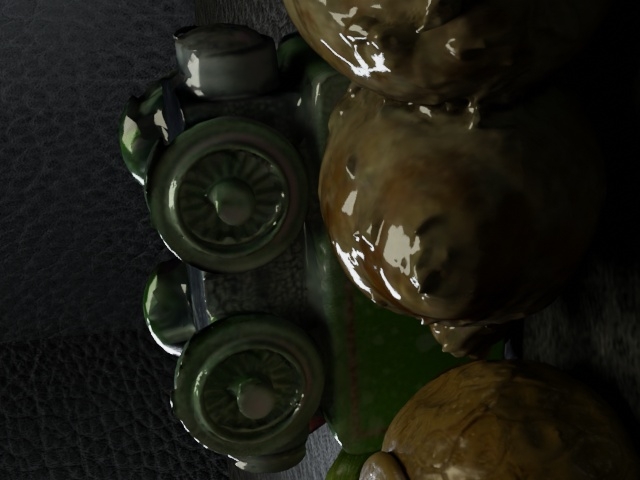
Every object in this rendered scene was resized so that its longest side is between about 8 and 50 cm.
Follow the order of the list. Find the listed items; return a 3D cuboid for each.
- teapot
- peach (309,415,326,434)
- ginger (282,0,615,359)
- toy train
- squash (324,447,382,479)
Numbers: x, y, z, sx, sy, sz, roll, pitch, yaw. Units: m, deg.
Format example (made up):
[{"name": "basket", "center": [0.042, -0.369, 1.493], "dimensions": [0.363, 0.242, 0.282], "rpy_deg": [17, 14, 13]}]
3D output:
[{"name": "teapot", "center": [0.083, 0.178, 0.659], "dimensions": [0.311, 0.166, 0.204], "rpy_deg": [119, 144, -71]}, {"name": "peach", "center": [-0.047, 0.175, 1.415], "dimensions": [0.152, 0.152, 0.152], "rpy_deg": [175, 90, -79]}, {"name": "ginger", "center": [0.064, -0.087, 0.572], "dimensions": [0.256, 0.176, 0.375], "rpy_deg": [-78, -16, -54]}, {"name": "toy train", "center": [0.000, 0.000, 0.776], "dimensions": [0.173, 0.248, 0.307], "rpy_deg": [-127, 31, -67]}, {"name": "squash", "center": [0.055, 0.148, 0.861], "dimensions": [0.258, 0.069, 0.069], "rpy_deg": [-57, -28, -57]}]
